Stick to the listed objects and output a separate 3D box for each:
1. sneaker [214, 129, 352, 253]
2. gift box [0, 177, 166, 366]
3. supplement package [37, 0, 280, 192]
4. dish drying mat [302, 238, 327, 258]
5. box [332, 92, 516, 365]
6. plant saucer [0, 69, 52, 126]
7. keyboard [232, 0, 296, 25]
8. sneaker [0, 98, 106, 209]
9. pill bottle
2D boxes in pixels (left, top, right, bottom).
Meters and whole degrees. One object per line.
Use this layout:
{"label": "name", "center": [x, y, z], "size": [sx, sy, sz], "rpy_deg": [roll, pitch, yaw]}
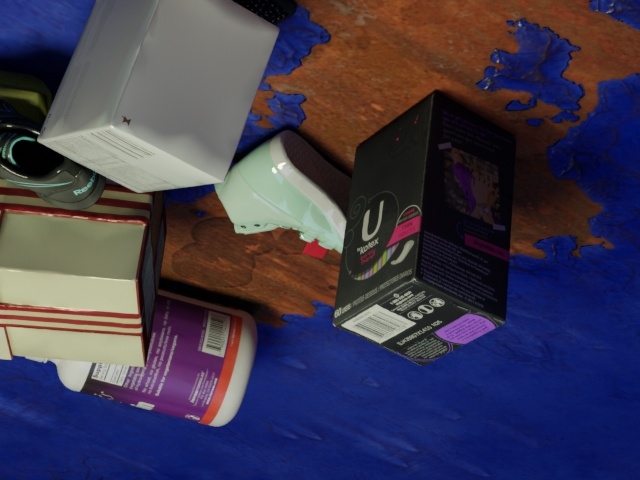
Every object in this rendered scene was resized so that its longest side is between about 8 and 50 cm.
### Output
{"label": "sneaker", "center": [-0.027, -0.032, 2.093], "size": [0.151, 0.094, 0.256], "rpy_deg": [-24, 126, 32]}
{"label": "gift box", "center": [-0.340, 0.027, 2.023], "size": [0.258, 0.255, 0.276], "rpy_deg": [6, 142, 0]}
{"label": "supplement package", "center": [-0.181, -0.172, 1.762], "size": [0.149, 0.194, 0.203], "rpy_deg": [27, 165, -29]}
{"label": "dish drying mat", "center": [0.000, 0.000, 2.221], "size": [0.032, 0.008, 0.083], "rpy_deg": [15, 148, -9]}
{"label": "box", "center": [0.129, -0.013, 1.926], "size": [0.143, 0.270, 0.165], "rpy_deg": [26, 143, -26]}
{"label": "plant saucer", "center": [-0.427, -0.164, 2.023], "size": [0.188, 0.045, 0.188], "rpy_deg": [9, 148, -1]}
{"label": "keyboard", "center": [-0.120, -0.286, 1.771], "size": [0.100, 0.038, 0.192], "rpy_deg": [-18, 139, 35]}
{"label": "sneaker", "center": [-0.381, -0.124, 1.887], "size": [0.267, 0.101, 0.106], "rpy_deg": [21, 171, 13]}
{"label": "pill bottle", "center": [-0.267, 0.156, 2.363], "size": [0.322, 0.182, 0.181], "rpy_deg": [16, 147, -12]}
